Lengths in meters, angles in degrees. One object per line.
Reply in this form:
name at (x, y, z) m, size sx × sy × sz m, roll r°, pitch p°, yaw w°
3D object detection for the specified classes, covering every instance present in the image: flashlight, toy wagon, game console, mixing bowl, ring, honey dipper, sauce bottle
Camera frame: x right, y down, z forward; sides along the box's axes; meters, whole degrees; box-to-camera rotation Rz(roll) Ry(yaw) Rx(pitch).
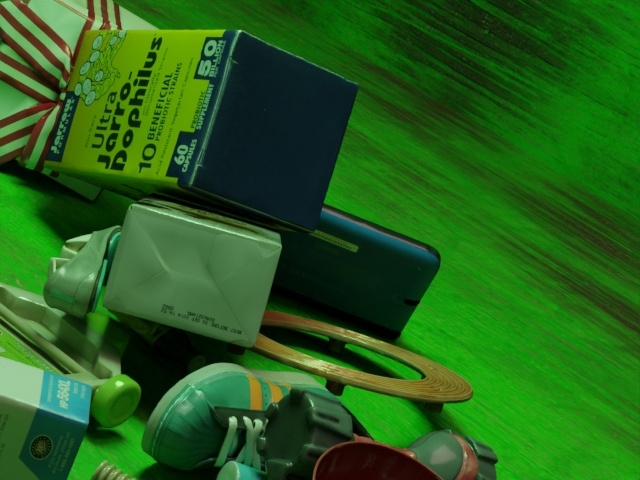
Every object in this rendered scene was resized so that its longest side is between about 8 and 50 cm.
flashlight at (0.064, 0.220, 1.808) m, size 0.304 × 0.103 × 0.103 m, roll 27°, pitch 25°, yaw -45°
toy wagon at (-0.307, 0.110, 1.825) m, size 0.267 × 0.068 × 0.344 m, roll 34°, pitch 19°, yaw 30°
game console at (0.000, 0.000, 2.393) m, size 0.293 × 0.250 × 0.173 m, roll 21°, pitch 44°, yaw -6°
mixing bowl at (0.051, 0.288, 1.668) m, size 0.181 × 0.098 × 0.181 m, roll 24°, pitch 32°, yaw -16°
ring at (0.019, 0.143, 2.115) m, size 0.337 × 0.032 × 0.336 m, roll 16°, pitch 6°, yaw -2°
honey dipper at (-0.145, 0.261, 1.656) m, size 0.161 × 0.030 × 0.030 m, roll 32°, pitch 18°, yaw 12°
sauce bottle at (-0.178, 0.110, 2.033) m, size 0.042 × 0.042 × 0.128 m, roll 4°, pitch 24°, yaw -47°

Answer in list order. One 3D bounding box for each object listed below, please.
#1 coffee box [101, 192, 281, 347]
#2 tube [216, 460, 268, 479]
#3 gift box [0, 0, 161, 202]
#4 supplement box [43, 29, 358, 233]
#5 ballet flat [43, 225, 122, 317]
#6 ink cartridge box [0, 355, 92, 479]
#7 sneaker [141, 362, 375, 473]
coffee box at (-0.137, 0.028, 1.968) m, size 0.168 × 0.119 × 0.297 m, roll 16°, pitch 3°, yaw -3°
tube at (-0.008, 0.275, 1.764) m, size 0.207 × 0.052 × 0.080 m, roll 22°, pitch 23°, yaw -25°
gift box at (-0.374, -0.222, 2.431) m, size 0.276 × 0.255 × 0.258 m, roll 24°, pitch 14°, yaw -17°
supplement box at (-0.154, -0.140, 2.173) m, size 0.195 × 0.194 × 0.356 m, roll 21°, pitch -7°, yaw -36°
ballet flat at (-0.258, 0.024, 1.918) m, size 0.068 × 0.072 × 0.213 m, roll 15°, pitch 16°, yaw -1°
ink cartridge box at (-0.315, 0.169, 1.499) m, size 0.203 × 0.148 × 0.086 m, roll 20°, pitch 18°, yaw -11°
sneaker at (-0.052, 0.198, 1.821) m, size 0.121 × 0.108 × 0.302 m, roll 29°, pitch 16°, yaw 32°
